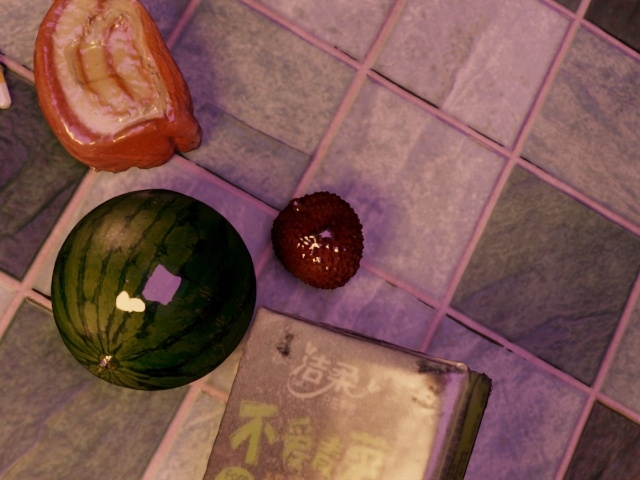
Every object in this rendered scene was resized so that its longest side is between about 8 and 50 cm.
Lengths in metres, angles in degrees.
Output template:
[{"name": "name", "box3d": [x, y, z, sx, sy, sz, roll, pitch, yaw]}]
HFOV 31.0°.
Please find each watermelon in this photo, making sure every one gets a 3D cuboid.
[{"name": "watermelon", "box3d": [-0.198, 0.059, 1.373, 0.242, 0.242, 0.242, 3, 78, -14]}]

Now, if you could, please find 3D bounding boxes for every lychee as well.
[{"name": "lychee", "box3d": [-0.002, 0.003, 1.501, 0.123, 0.123, 0.129, -15, 100, -17]}]

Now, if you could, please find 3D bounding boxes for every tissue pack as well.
[{"name": "tissue pack", "box3d": [0.005, 0.299, 1.339, 0.288, 0.124, 0.394, 15, 86, 26]}]

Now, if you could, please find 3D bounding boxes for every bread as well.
[{"name": "bread", "box3d": [-0.271, -0.209, 1.470, 0.190, 0.123, 0.244, -23, 84, -17]}]

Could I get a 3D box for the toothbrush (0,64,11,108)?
[{"name": "toothbrush", "box3d": [-0.448, -0.307, 1.492, 0.021, 0.024, 0.288, -17, 84, -19]}]
